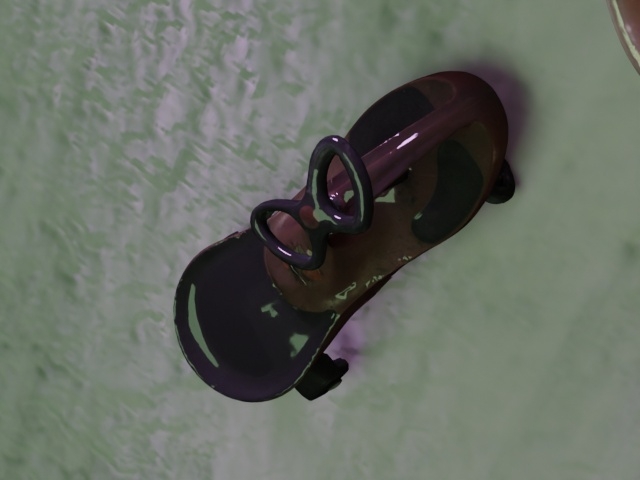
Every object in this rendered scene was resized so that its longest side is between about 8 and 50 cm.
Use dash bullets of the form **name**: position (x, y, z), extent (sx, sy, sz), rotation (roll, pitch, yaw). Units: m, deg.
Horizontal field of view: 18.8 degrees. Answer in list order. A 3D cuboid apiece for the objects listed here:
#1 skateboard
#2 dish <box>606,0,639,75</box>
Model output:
- **skateboard**: position (0.000, 0.000, 0.628), extent (0.067, 0.080, 0.151), rotation (53, 130, 11)
- **dish**: position (0.175, -0.092, 0.446), extent (0.213, 0.090, 0.213), rotation (19, 125, 30)
